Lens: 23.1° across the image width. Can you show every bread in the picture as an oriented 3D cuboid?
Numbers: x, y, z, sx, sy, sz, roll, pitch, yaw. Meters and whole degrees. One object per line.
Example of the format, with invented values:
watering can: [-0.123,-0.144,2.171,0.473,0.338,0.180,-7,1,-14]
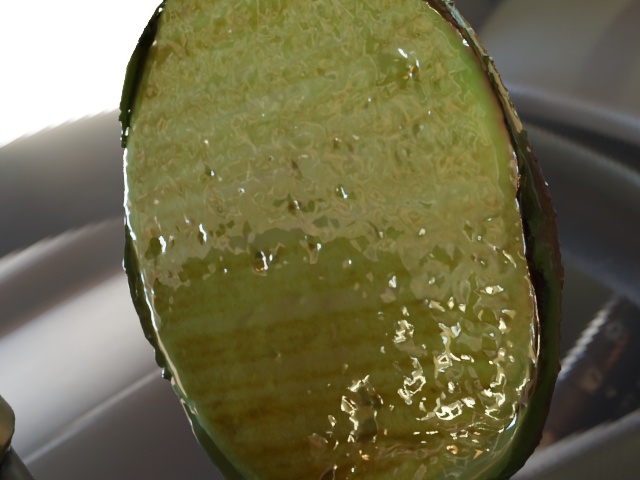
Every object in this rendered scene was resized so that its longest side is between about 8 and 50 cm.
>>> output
bread: [-0.003,-0.005,0.719,0.045,0.301,0.301,-14,-4,-40]

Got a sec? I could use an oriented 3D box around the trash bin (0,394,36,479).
trash bin: [-0.221,0.190,0.827,0.214,0.334,0.214,-33,16,10]
